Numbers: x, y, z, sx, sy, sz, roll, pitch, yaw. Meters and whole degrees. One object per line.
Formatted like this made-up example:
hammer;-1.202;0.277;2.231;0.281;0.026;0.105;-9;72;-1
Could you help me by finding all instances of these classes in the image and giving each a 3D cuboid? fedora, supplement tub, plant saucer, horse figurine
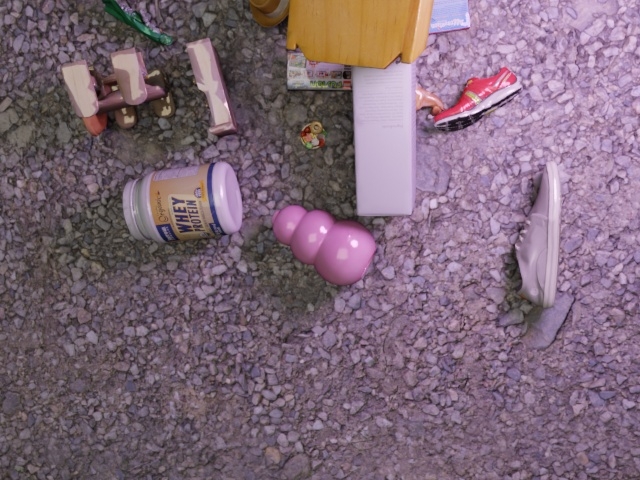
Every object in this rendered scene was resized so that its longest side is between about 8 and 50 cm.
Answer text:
fedora;-0.162;-0.737;1.699;0.194;0.079;0.194;-1;89;36
supplement tub;-0.420;-0.113;1.771;0.317;0.228;0.228;-8;97;6
plant saucer;-0.700;-0.424;1.769;0.037;0.200;0.199;-7;97;-6
horse figurine;0.244;-0.458;1.747;0.175;0.066;0.263;-32;96;14

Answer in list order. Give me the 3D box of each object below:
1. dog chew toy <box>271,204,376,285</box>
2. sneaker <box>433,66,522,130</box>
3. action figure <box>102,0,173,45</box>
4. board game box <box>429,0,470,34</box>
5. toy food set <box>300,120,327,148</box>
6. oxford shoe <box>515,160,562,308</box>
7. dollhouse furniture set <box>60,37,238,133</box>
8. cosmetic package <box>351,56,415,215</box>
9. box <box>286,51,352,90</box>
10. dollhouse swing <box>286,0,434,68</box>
dog chew toy;0.000;0.000;1.772;0.332;0.206;0.206;27;99;9
sneaker;0.460;-0.427;1.730;0.279;0.107;0.118;-27;77;5
action figure;-0.560;-0.678;1.771;0.232;0.137;0.063;35;87;-9
board game box;0.302;-0.693;1.727;0.282;0.027;0.145;-6;96;6
toy food set;-0.022;-0.330;1.810;0.083;0.020;0.082;-25;95;7
oxford shoe;0.660;-0.016;1.734;0.130;0.169;0.448;6;100;26
dollhouse furniture set;-0.468;-0.396;1.668;0.395;0.362;0.256;-15;96;-1
cosmetic package;0.190;-0.315;1.649;0.162;0.230;0.452;1;107;13
box;0.000;-0.521;1.773;0.207;0.036;0.114;3;98;5
dollhouse swing;0.140;-0.622;1.525;0.347;0.305;0.315;13;108;22
